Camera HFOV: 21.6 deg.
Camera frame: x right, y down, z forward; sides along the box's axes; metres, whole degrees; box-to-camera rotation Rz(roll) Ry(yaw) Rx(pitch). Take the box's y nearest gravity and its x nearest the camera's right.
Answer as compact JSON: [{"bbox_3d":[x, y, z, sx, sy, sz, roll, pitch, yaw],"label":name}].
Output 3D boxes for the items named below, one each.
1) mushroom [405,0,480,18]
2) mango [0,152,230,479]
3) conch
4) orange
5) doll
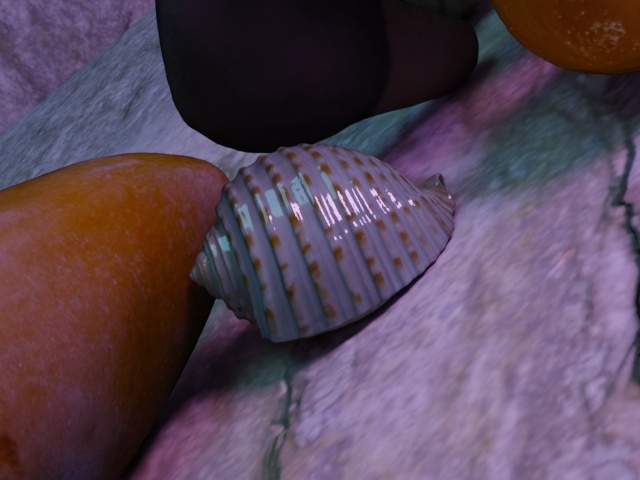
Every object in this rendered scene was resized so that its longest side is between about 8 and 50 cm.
[{"bbox_3d":[0.057,-0.198,1.319,0.148,0.148,0.112,-24,63,47],"label":"mushroom"},{"bbox_3d":[-0.193,0.080,1.007,0.199,0.221,0.384,27,59,25],"label":"mango"},{"bbox_3d":[-0.006,-0.003,0.995,0.153,0.102,0.135,-36,32,18],"label":"conch"},{"bbox_3d":[0.170,-0.174,0.923,0.177,0.155,0.177,-43,8,8],"label":"orange"},{"bbox_3d":[0.064,-0.257,1.120,0.378,0.382,0.252,-60,45,40],"label":"doll"}]
